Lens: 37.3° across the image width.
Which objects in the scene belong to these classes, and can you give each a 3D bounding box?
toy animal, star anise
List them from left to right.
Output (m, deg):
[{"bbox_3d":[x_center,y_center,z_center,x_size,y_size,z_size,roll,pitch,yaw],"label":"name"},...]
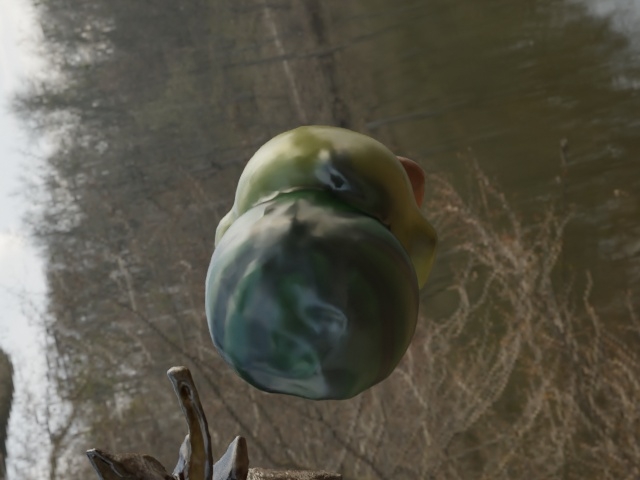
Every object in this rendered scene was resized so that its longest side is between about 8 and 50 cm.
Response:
[{"bbox_3d":[-0.133,0.312,1.008,0.349,0.292,0.109,-62,34,9],"label":"star anise"},{"bbox_3d":[0.000,-0.002,0.878,0.338,0.216,0.191,-75,-15,-58],"label":"toy animal"}]
